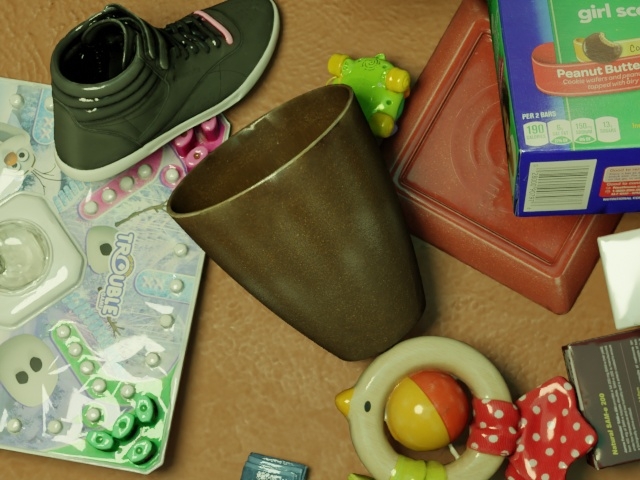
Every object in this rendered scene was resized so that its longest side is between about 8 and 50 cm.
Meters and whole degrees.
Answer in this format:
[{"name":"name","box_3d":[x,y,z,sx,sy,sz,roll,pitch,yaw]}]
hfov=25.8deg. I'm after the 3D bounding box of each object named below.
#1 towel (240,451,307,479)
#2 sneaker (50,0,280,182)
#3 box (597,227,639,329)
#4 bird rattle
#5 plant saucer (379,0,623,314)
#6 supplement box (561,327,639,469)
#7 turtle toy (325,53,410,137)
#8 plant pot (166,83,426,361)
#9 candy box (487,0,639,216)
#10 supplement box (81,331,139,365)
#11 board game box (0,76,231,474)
[{"name":"towel","box_3d":[-0.057,0.284,1.450,0.067,0.029,0.119,12,86,6]},{"name":"sneaker","box_3d":[-0.150,-0.190,1.401,0.104,0.147,0.296,40,64,23]},{"name":"box","box_3d":[0.349,0.029,1.361,0.130,0.170,0.091,-13,84,16]},{"name":"bird rattle","box_3d":[0.129,0.191,1.379,0.253,0.143,0.207,-32,93,3]},{"name":"plant saucer","box_3d":[0.205,-0.094,1.456,0.259,0.048,0.258,29,88,5]},{"name":"supplement box","box_3d":[0.376,0.142,1.410,0.239,0.073,0.130,-12,84,2]},{"name":"turtle toy","box_3d":[0.046,-0.132,1.460,0.095,0.066,0.130,19,89,29]},{"name":"plant pot","box_3d":[0.000,0.000,1.389,0.215,0.215,0.230,-34,109,1]},{"name":"candy box","box_3d":[0.303,-0.188,1.353,0.268,0.122,0.317,-3,57,1]},{"name":"supplement box","box_3d":[-0.221,0.147,1.469,0.062,0.036,0.098,3,85,3]},{"name":"board game box","box_3d":[-0.320,0.017,1.454,0.390,0.050,0.389,9,77,5]}]
